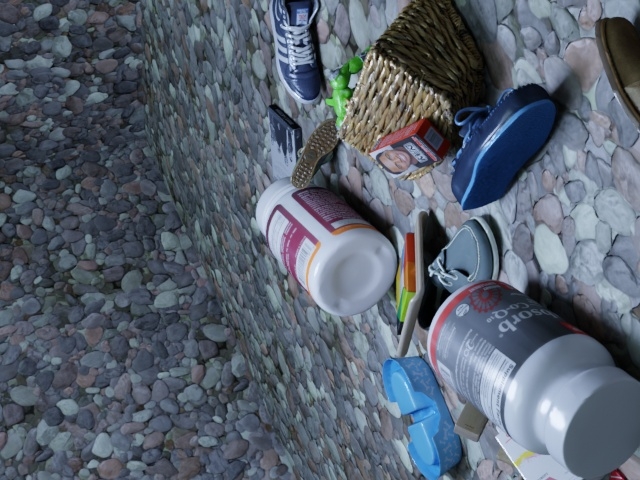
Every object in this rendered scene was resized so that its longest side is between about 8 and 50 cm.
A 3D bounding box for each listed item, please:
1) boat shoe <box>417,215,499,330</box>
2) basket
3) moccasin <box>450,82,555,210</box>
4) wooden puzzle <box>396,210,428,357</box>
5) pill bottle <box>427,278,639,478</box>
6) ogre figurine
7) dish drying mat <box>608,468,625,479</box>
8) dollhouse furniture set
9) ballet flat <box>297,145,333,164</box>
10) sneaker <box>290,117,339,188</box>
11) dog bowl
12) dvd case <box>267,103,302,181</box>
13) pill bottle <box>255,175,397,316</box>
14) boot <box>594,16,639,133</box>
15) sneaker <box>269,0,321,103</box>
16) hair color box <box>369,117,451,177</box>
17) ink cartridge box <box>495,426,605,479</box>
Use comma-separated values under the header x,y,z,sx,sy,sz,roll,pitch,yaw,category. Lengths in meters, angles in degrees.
x,y,z,sx,sy,sz,roll,pitch,yaw,category
0.261,0.077,1.807,0.319,0.099,0.116,101,146,-52,boat shoe
0.194,-0.280,1.709,0.213,0.223,0.299,33,151,6,basket
0.273,-0.165,1.535,0.342,0.137,0.117,118,137,-62,moccasin
0.184,0.091,1.928,0.221,0.044,0.239,96,-177,-50,wooden puzzle
0.352,0.221,1.525,0.363,0.210,0.210,38,140,57,pill bottle
0.080,-0.299,1.958,0.097,0.118,0.197,52,152,44,ogre figurine
0.503,0.423,1.581,0.032,0.008,0.083,50,150,45,dish drying mat
0.339,0.393,1.795,0.151,0.144,0.123,21,137,19,dollhouse furniture set
-0.020,-0.219,2.364,0.052,0.057,0.168,41,167,-16,ballet flat
-0.014,-0.217,2.260,0.192,0.064,0.086,-58,6,10,sneaker
0.240,0.407,2.170,0.297,0.074,0.166,68,160,12,dog bowl
-0.095,-0.241,2.600,0.179,0.029,0.239,48,149,49,dvd case
0.000,0.000,2.257,0.392,0.224,0.224,-135,34,-53,pill bottle
0.448,-0.173,1.165,0.115,0.112,0.305,-37,63,37,boot
-0.049,-0.473,2.190,0.153,0.099,0.282,161,95,-72,sneaker
0.158,-0.163,1.644,0.072,0.043,0.141,42,152,-17,hair color box
0.395,0.368,1.647,0.067,0.115,0.198,38,-167,-49,ink cartridge box
